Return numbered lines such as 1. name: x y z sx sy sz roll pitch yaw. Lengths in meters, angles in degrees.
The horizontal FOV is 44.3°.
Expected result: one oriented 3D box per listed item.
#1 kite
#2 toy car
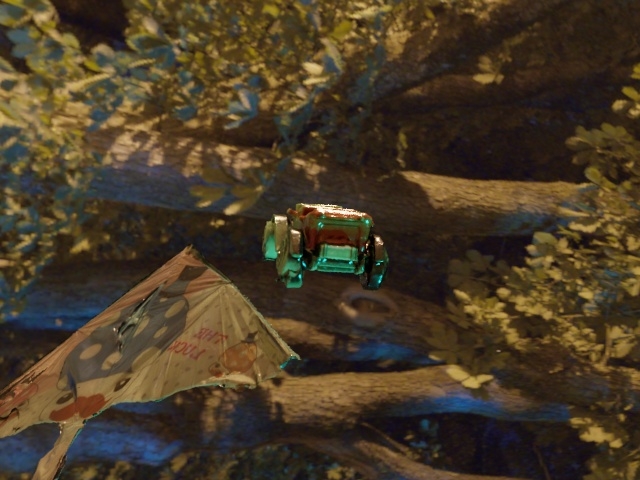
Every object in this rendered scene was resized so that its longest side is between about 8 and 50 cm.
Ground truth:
1. kite: -0.144 0.099 0.498 0.335 0.011 0.314 -20 -152 29
2. toy car: 0.000 0.000 0.556 0.143 0.073 0.054 -142 -123 -78
